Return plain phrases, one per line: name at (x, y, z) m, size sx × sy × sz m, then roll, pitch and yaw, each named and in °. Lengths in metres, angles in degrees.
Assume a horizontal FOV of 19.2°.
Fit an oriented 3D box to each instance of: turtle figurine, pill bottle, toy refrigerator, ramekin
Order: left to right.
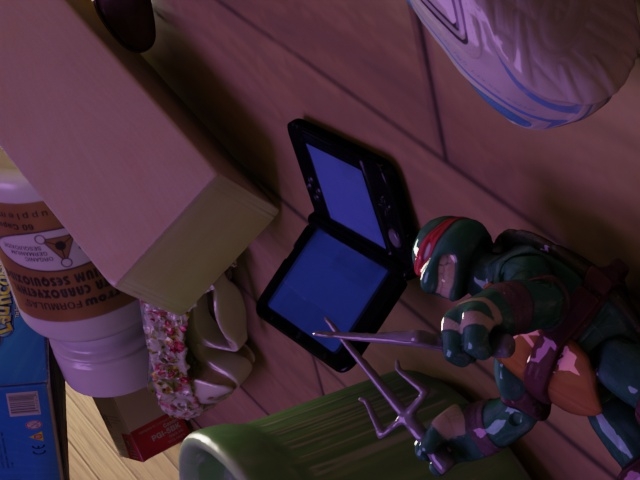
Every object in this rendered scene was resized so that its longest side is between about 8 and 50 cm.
pill bottle at (-0.189, 0.008, 1.515) m, size 0.131 × 0.131 × 0.229 m, roll 39°, pitch 151°, yaw 50°
toy refrigerator at (-0.153, -0.079, 1.291) m, size 0.269 × 0.102 × 0.094 m, roll 47°, pitch -171°, yaw 31°
ramekin at (0.046, 0.226, 1.137) m, size 0.303 × 0.148 × 0.303 m, roll 55°, pitch 159°, yaw 33°
turtle figurine at (0.098, 0.056, 0.843) m, size 0.234 × 0.118 × 0.175 m, roll 36°, pitch 166°, yaw 24°

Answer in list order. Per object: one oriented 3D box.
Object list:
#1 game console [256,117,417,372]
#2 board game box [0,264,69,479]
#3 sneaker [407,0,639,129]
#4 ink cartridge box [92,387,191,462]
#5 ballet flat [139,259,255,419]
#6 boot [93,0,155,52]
game console at (0.000, 0.000, 1.094) m, size 0.122 × 0.071 × 0.107 m, roll 30°, pitch 144°, yaw 57°
board game box at (-0.287, 0.086, 1.752) m, size 0.308 × 0.086 × 0.302 m, roll 94°, pitch 170°, yaw -54°
sneaker at (0.044, -0.151, 0.746) m, size 0.237 × 0.085 × 0.086 m, roll 64°, pitch 157°, yaw 0°
ink cartridge box at (-0.184, 0.136, 1.797) m, size 0.135 × 0.056 × 0.099 m, roll 65°, pitch 162°, yaw -6°
ballet flat at (-0.090, 0.074, 1.432) m, size 0.077 × 0.091 × 0.241 m, roll 25°, pitch 151°, yaw 21°
boot at (-0.114, -0.167, 1.230) m, size 0.114 × 0.037 × 0.106 m, roll 17°, pitch 134°, yaw 59°
